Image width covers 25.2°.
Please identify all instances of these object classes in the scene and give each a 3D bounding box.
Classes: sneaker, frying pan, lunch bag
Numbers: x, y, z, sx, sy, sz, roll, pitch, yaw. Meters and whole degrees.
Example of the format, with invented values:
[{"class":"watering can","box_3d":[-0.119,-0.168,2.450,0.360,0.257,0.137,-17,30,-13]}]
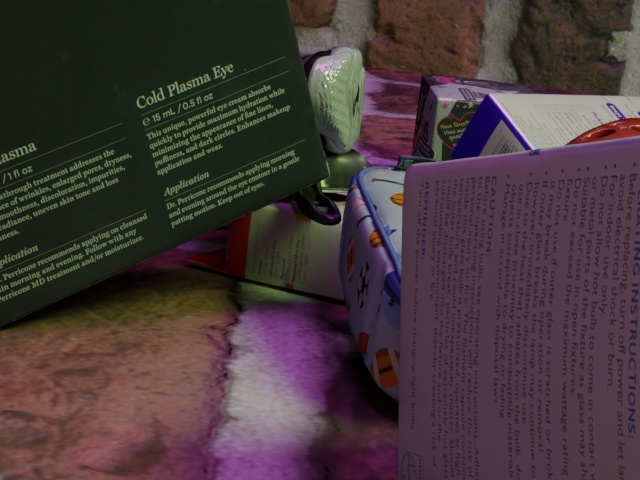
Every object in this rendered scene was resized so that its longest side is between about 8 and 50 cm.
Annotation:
[{"class":"sneaker","box_3d":[-0.037,-0.142,1.411,0.153,0.101,0.268,6,4,4]},{"class":"frying pan","box_3d":[-0.048,-0.067,1.395,0.197,0.053,0.326,7,8,10]},{"class":"lunch bag","box_3d":[0.144,0.034,1.159,0.243,0.114,0.303,6,25,-9]}]

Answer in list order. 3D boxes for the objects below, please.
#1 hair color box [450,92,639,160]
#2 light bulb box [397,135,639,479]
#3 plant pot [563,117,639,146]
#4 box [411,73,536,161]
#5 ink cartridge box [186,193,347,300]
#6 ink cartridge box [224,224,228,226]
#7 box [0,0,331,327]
[{"class":"hair color box","box_3d":[0.342,-0.076,1.687,0.339,0.110,0.185,-4,47,-35]},{"class":"light bulb box","box_3d":[0.271,0.062,0.785,0.358,0.225,0.361,0,0,-20]},{"class":"plant pot","box_3d":[0.277,-0.014,1.361,0.191,0.191,0.174,14,18,30]},{"class":"box","box_3d":[0.215,-0.142,1.973,0.163,0.142,0.247,7,13,-2]},{"class":"ink cartridge box","box_3d":[0.000,0.000,1.399,0.231,0.078,0.134,12,13,24]},{"class":"ink cartridge box","box_3d":[-0.163,-0.082,1.640,0.154,0.093,0.212,1,16,-27]},{"class":"box","box_3d":[-0.204,-0.149,1.204,0.343,0.312,0.179,-25,27,-26]}]
